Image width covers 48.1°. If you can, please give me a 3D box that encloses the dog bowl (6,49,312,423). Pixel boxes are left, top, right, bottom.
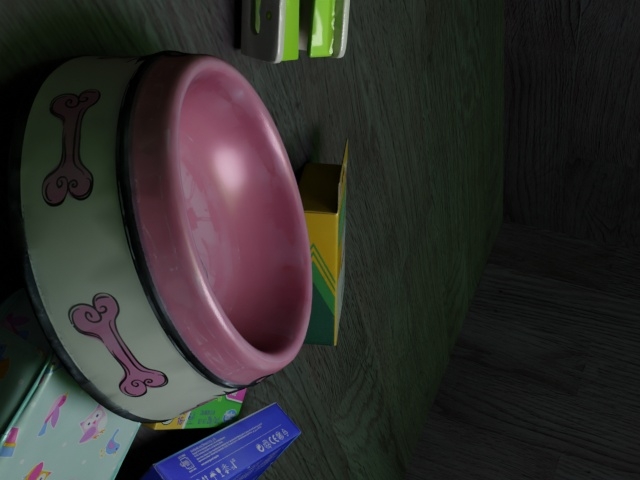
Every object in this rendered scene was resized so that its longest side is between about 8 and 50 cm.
[{"bbox_3d":[-0.136,-0.017,0.780,0.408,0.150,0.407,-12,90,-72],"label":"dog bowl"}]

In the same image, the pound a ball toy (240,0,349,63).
[{"bbox_3d":[-0.073,-0.407,0.961,0.208,0.136,0.319,-15,120,-35],"label":"pound a ball toy"}]

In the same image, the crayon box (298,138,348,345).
[{"bbox_3d":[0.000,0.000,1.297,0.203,0.083,0.322,-78,171,-60],"label":"crayon box"}]

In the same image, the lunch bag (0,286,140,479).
[{"bbox_3d":[-0.291,0.199,0.767,0.279,0.108,0.224,-63,154,-8],"label":"lunch bag"}]

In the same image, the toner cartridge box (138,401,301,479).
[{"bbox_3d":[-0.176,0.371,1.120,0.165,0.075,0.348,-48,163,18],"label":"toner cartridge box"}]

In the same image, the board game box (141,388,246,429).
[{"bbox_3d":[-0.164,0.125,1.102,0.242,0.064,0.316,30,75,-66],"label":"board game box"}]
